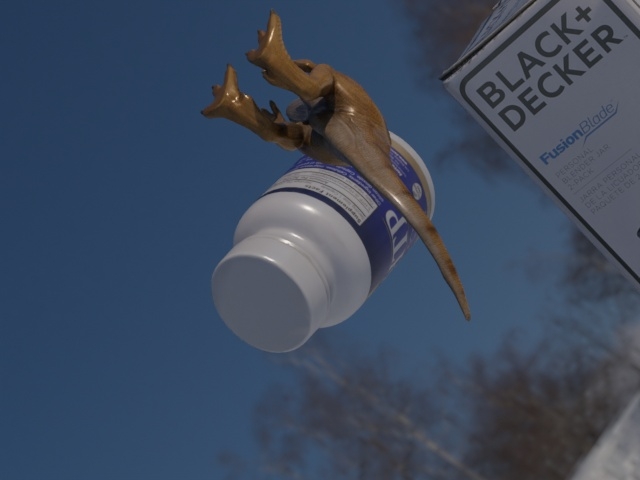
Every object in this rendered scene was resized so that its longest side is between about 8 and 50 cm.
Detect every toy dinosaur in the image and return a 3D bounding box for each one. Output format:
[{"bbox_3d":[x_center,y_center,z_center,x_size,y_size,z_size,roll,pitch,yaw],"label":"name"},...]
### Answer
[{"bbox_3d":[0.011,-0.053,0.806,0.064,0.112,0.211,-58,22,15],"label":"toy dinosaur"}]

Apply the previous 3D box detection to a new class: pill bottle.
[{"bbox_3d":[0.000,0.000,1.284,0.186,0.112,0.112,-47,-19,-47],"label":"pill bottle"}]

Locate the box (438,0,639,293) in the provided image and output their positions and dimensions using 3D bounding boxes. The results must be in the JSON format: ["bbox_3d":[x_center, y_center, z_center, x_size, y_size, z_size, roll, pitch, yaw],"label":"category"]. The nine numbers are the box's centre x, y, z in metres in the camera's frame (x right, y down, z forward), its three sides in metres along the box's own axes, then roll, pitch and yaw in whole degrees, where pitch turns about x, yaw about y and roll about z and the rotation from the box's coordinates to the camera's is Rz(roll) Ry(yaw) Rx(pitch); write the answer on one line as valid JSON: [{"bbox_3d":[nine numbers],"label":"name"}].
[{"bbox_3d":[0.201,-0.023,0.777,0.087,0.290,0.169,-41,5,33],"label":"box"}]
